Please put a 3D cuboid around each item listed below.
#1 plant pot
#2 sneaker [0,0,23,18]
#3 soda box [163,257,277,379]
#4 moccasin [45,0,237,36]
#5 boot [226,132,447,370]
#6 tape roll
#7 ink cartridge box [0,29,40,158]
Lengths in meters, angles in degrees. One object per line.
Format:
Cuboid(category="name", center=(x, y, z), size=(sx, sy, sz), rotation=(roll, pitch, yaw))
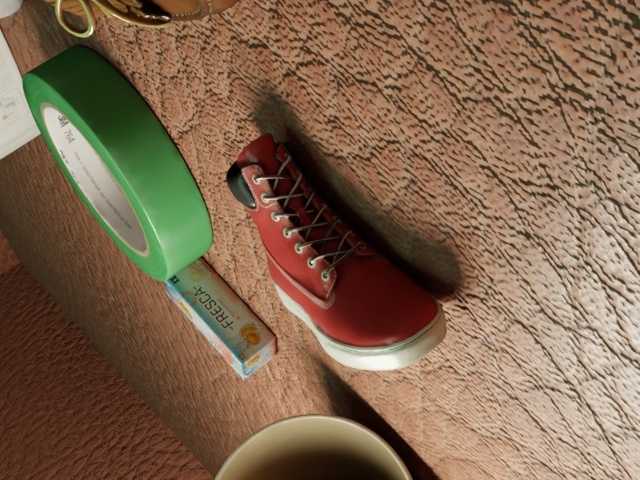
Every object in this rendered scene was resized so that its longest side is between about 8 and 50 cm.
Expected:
Cuboid(category="plant pot", center=(0.020, 0.372, 1.147), size=(0.256, 0.256, 0.274), rotation=(44, 174, 25))
Cuboid(category="sneaker", center=(-0.528, -0.404, 1.212), size=(0.321, 0.180, 0.124), rotation=(12, 170, 13))
Cuboid(category="soda box", center=(-0.140, 0.104, 1.263), size=(0.183, 0.063, 0.058), rotation=(44, 157, 24))
Cuboid(category="moccasin", center=(-0.181, -0.230, 0.692), size=(0.380, 0.147, 0.139), rotation=(32, 151, 44))
Cuboid(category="boot", center=(0.000, 0.000, 0.766), size=(0.244, 0.088, 0.176), rotation=(27, 146, 57))
Cuboid(category="tape roll", center=(-0.268, -0.097, 1.201), size=(0.321, 0.077, 0.321), rotation=(45, 159, 23))
Cuboid(category="ink cartridge box", center=(-0.645, -0.237, 1.466), size=(0.091, 0.308, 0.385), rotation=(45, 159, 23))
